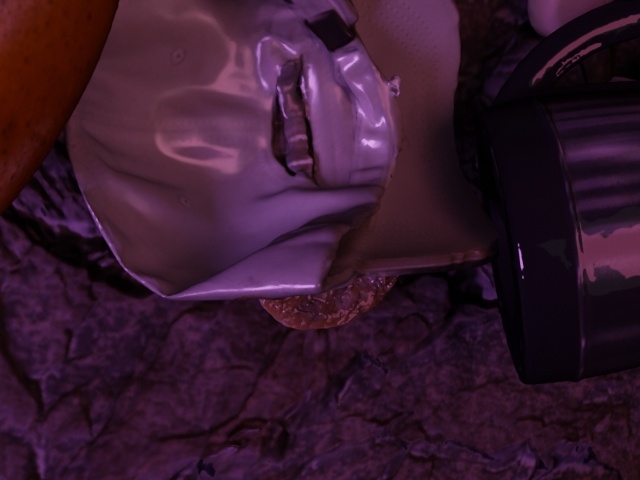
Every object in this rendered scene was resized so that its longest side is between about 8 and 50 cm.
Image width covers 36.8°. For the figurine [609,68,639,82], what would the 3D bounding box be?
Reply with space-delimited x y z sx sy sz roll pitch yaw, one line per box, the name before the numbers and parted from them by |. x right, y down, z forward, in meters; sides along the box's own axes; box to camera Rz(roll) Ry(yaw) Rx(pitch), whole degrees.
figurine | 0.319 -0.088 0.825 0.175 0.116 0.240 38 83 5

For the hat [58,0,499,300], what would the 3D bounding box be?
hat | -0.009 -0.079 0.635 0.301 0.168 0.257 7 75 -48

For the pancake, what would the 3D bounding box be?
pancake | 0.000 0.000 0.710 0.140 0.022 0.139 -4 99 -25

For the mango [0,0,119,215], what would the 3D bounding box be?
mango | -0.202 -0.161 0.485 0.199 0.201 0.349 35 69 -60

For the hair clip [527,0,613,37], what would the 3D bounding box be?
hair clip | 0.215 -0.270 0.771 0.159 0.071 0.218 -2 104 -32

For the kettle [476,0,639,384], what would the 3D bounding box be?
kettle | 0.260 -0.030 0.700 0.271 0.250 0.207 -8 134 6
